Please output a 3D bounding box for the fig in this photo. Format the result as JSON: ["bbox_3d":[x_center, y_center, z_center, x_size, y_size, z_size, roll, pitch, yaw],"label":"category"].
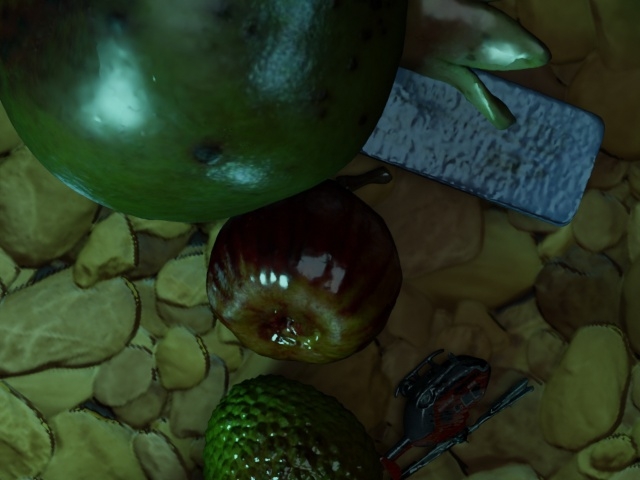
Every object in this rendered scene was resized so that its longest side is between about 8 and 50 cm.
[{"bbox_3d":[-0.001,0.008,1.105,0.128,0.128,0.150,32,87,-10],"label":"fig"}]

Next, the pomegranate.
[{"bbox_3d":[-0.044,-0.154,1.039,0.323,0.291,0.291,-3,94,-36],"label":"pomegranate"}]

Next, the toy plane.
[{"bbox_3d":[0.073,0.124,1.170,0.145,0.037,0.060,-42,109,-10],"label":"toy plane"}]

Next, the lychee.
[{"bbox_3d":[-0.018,0.151,1.110,0.114,0.114,0.146,-31,57,-8],"label":"lychee"}]

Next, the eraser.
[{"bbox_3d":[0.074,-0.083,1.160,0.225,0.036,0.082,20,91,-11],"label":"eraser"}]
